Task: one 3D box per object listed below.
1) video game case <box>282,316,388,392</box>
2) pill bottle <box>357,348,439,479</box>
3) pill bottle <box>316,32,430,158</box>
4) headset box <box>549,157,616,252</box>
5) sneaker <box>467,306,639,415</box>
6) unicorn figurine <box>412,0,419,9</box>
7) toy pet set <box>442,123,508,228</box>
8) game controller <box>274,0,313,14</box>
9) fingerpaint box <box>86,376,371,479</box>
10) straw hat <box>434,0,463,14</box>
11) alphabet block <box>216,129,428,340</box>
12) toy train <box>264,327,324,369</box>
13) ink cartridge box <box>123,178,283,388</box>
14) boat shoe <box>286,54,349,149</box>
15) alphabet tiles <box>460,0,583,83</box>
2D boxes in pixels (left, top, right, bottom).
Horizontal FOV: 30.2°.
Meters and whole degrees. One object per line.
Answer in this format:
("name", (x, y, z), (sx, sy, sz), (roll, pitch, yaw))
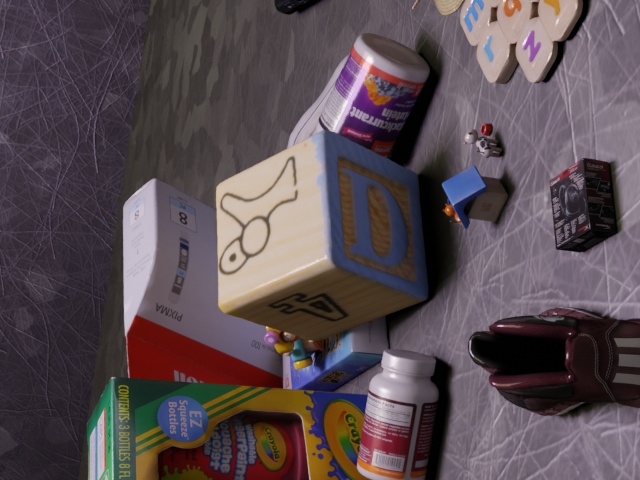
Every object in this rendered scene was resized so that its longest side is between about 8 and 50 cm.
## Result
("video game case", (0.014, 0.084, 1.729), (0.269, 0.061, 0.244), (137, 135, -59))
("pill bottle", (0.096, 0.212, 1.431), (0.086, 0.086, 0.152), (-157, 76, -69))
("pill bottle", (0.059, -0.169, 1.586), (0.193, 0.108, 0.108), (-64, 27, 26))
("headset box", (0.256, -0.038, 1.161), (0.062, 0.032, 0.083), (138, 135, -60))
("sneaker", (0.192, 0.104, 1.099), (0.281, 0.163, 0.106), (156, 118, -66))
("unicorn figurine", (0.181, -0.309, 1.275), (0.162, 0.111, 0.060), (135, 134, -58))
("toy pet set", (0.162, -0.063, 1.372), (0.114, 0.065, 0.122), (-109, 32, -49))
("game controller", (-0.004, -0.483, 1.979), (0.319, 0.067, 0.166), (-2, 67, 69))
("fingerpaint box", (-0.091, 0.408, 1.463), (0.163, 0.371, 0.444), (124, 147, -50))
("straw hat", (0.147, -0.366, 1.514), (0.144, 0.061, 0.144), (-174, 90, -70))
("alphabet block", (0.000, 0.000, 1.516), (0.197, 0.193, 0.192), (-23, 57, 37))
("toy train", (-0.039, 0.103, 1.629), (0.046, 0.166, 0.125), (-17, 50, 19))
("ink cartridge box", (-0.148, 0.124, 1.774), (0.091, 0.308, 0.385), (-37, 43, 29))
("boat shoe", (0.027, -0.153, 1.734), (0.267, 0.096, 0.088), (-53, 30, 39))
("alphabet tiles", (0.236, -0.321, 1.318), (0.278, 0.021, 0.284), (-106, 30, -42))
